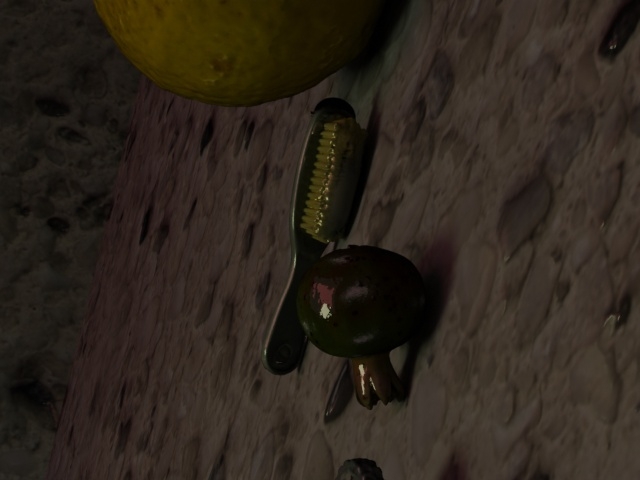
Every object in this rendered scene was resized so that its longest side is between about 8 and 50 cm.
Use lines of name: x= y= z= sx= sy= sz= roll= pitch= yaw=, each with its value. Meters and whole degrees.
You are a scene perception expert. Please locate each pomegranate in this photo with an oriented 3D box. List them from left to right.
pomegranate: x=0.038 y=0.073 z=1.507 sx=0.114 sy=0.114 sz=0.142 roll=167 pitch=93 yaw=-74

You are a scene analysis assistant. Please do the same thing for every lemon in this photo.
lemon: x=-0.081 y=-0.321 z=1.888 sx=0.387 sy=0.350 sz=0.350 roll=128 pitch=155 yaw=-69

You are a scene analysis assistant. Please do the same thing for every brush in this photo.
brush: x=0.000 y=0.000 z=1.824 sx=0.060 sy=0.068 sz=0.297 roll=16 pitch=95 yaw=54

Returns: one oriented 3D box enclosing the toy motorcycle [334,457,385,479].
toy motorcycle: x=0.051 y=0.266 z=1.284 sx=0.229 sy=0.094 sz=0.130 roll=-122 pitch=43 yaw=-54
